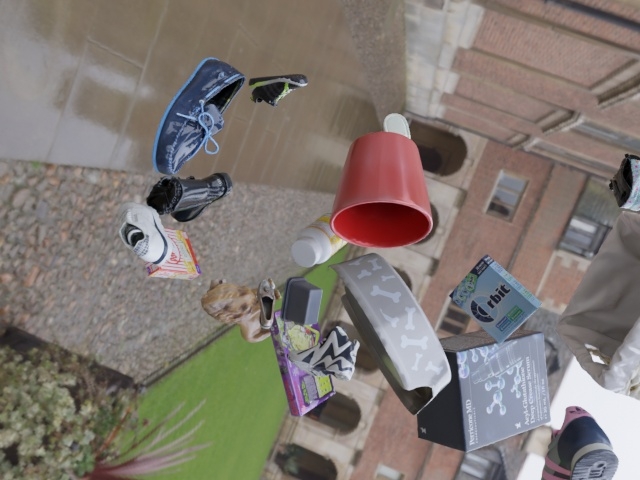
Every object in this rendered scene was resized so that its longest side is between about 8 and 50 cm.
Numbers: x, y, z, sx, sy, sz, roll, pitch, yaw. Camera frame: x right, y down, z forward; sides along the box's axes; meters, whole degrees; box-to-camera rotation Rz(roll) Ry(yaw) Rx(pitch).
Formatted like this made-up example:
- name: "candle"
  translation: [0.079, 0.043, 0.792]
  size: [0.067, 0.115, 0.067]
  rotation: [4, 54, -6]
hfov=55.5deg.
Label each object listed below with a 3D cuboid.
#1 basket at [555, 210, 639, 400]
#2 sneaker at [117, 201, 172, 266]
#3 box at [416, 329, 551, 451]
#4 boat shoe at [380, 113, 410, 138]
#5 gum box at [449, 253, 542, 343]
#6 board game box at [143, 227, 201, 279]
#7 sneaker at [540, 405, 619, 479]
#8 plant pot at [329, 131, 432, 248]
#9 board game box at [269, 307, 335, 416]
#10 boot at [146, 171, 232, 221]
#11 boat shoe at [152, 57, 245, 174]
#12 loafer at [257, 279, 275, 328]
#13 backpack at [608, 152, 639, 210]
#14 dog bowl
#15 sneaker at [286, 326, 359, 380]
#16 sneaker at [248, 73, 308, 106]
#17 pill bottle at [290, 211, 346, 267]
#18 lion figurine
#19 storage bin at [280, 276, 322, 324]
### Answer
- name: "basket"
  translation: [0.710, 0.156, 1.250]
  size: [0.331, 0.267, 0.328]
  rotation: [-64, 180, 13]
- name: "sneaker"
  translation: [-0.435, -0.032, 1.437]
  size: [0.095, 0.235, 0.090]
  rotation: [22, 104, -47]
- name: "box"
  translation: [0.504, 0.449, 1.903]
  size: [0.212, 0.396, 0.293]
  rotation: [-6, -90, 57]
- name: "boat shoe"
  translation: [0.253, -0.261, 1.999]
  size: [0.091, 0.109, 0.304]
  rotation: [113, -27, -74]
- name: "gum box"
  translation: [0.452, 0.153, 1.585]
  size: [0.041, 0.184, 0.157]
  rotation: [-27, 155, -48]
- name: "board game box"
  translation: [-0.437, 0.036, 1.743]
  size: [0.045, 0.146, 0.193]
  rotation: [-30, 163, 19]
- name: "sneaker"
  translation: [0.509, 0.469, 1.250]
  size: [0.131, 0.112, 0.318]
  rotation: [-96, -169, -49]
- name: "plant pot"
  translation: [0.168, -0.142, 1.648]
  size: [0.275, 0.275, 0.243]
  rotation: [99, -3, -63]
- name: "board game box"
  translation: [-0.062, 0.384, 2.031]
  size: [0.208, 0.056, 0.346]
  rotation: [-16, 93, -58]
- name: "boot"
  translation: [-0.379, -0.108, 1.601]
  size: [0.247, 0.094, 0.207]
  rotation: [-24, 175, 36]
- name: "boat shoe"
  translation: [-0.208, -0.223, 1.066]
  size: [0.109, 0.089, 0.258]
  rotation: [94, 15, -67]
- name: "loafer"
  translation: [-0.128, 0.149, 1.472]
  size: [0.039, 0.045, 0.125]
  rotation: [118, -28, -56]
- name: "backpack"
  translation: [1.061, -0.186, 2.057]
  size: [0.151, 0.115, 0.182]
  rotation: [89, 12, -45]
- name: "dog bowl"
  translation: [0.143, 0.179, 1.248]
  size: [0.102, 0.348, 0.349]
  rotation: [-30, 167, -6]
- name: "sneaker"
  translation: [0.017, 0.329, 1.851]
  size: [0.094, 0.235, 0.153]
  rotation: [50, 55, -35]
- name: "sneaker"
  translation: [-0.132, -0.481, 1.956]
  size: [0.084, 0.235, 0.097]
  rotation: [-25, 115, -48]
- name: "pill bottle"
  translation: [0.000, 0.000, 1.837]
  size: [0.208, 0.118, 0.117]
  rotation: [-38, 151, -53]
- name: "lion figurine"
  translation: [-0.235, 0.261, 2.061]
  size: [0.240, 0.142, 0.392]
  rotation: [-27, 133, -7]
- name: "storage bin"
  translation: [-0.046, 0.182, 1.765]
  size: [0.098, 0.091, 0.135]
  rotation: [2, 102, -47]
